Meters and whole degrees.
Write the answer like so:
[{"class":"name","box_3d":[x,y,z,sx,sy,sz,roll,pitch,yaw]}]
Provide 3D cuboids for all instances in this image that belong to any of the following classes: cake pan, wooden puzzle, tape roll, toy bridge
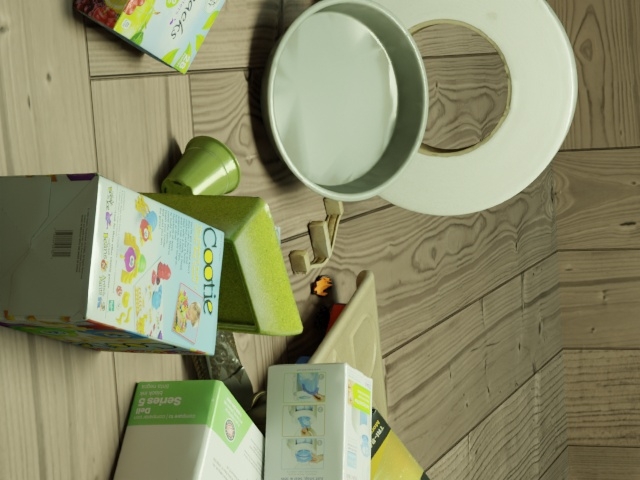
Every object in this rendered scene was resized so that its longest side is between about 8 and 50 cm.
[{"class":"cake pan","box_3d":[0.030,-0.203,2.192,0.293,0.054,0.293,-3,94,-38]},{"class":"wooden puzzle","box_3d":[0.026,0.256,2.273,0.348,0.081,0.322,-61,148,-60]},{"class":"tape roll","box_3d":[0.191,-0.232,2.304,0.072,0.392,0.392,-31,117,-74]},{"class":"toy bridge","box_3d":[0.000,0.000,2.304,0.188,0.026,0.063,-59,144,-54]}]

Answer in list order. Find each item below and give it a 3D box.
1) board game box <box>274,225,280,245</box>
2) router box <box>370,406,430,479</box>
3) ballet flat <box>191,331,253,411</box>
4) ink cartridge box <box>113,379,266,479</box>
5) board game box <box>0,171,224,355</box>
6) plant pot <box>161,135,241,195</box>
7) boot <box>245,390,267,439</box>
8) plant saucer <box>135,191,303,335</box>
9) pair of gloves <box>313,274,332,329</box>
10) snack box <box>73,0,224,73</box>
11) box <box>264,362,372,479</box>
[{"class":"board game box","box_3d":[-0.080,0.024,2.108,0.090,0.020,0.090,7,81,-68]},{"class":"router box","box_3d":[0.012,0.396,2.057,0.309,0.081,0.243,-56,139,-18]},{"class":"ballet flat","box_3d":[-0.142,0.105,1.913,0.084,0.058,0.249,-25,111,-28]},{"class":"ink cartridge box","box_3d":[-0.156,0.326,1.770,0.198,0.115,0.272,61,34,-50]},{"class":"board game box","box_3d":[-0.226,0.032,1.576,0.275,0.142,0.144,28,64,-65]},{"class":"plant pot","box_3d":[-0.153,-0.073,1.870,0.079,0.083,0.083,-46,132,-43]},{"class":"boot","box_3d":[-0.051,0.247,2.049,0.219,0.106,0.082,-13,100,-68]},{"class":"plant saucer","box_3d":[-0.130,0.038,1.762,0.045,0.188,0.188,-53,137,-47]},{"class":"pair of gloves","box_3d":[0.004,0.094,2.328,0.074,0.010,0.083,-13,104,-69]},{"class":"snack box","box_3d":[-0.166,-0.314,1.736,0.207,0.070,0.174,-60,156,1]},{"class":"box","box_3d":[-0.002,0.261,1.877,0.114,0.103,0.203,39,50,-66]}]
